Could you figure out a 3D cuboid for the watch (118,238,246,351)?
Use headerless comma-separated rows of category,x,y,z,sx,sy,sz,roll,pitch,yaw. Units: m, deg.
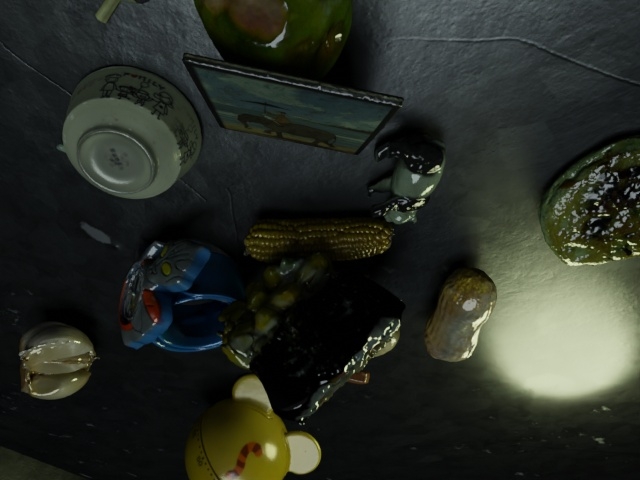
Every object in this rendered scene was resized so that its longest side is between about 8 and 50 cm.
watch,-0.281,0.114,1.123,0.275,0.241,0.305,23,129,-39

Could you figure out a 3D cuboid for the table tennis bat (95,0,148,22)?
table tennis bat,-0.290,-0.382,0.728,0.087,0.013,0.157,36,128,-29

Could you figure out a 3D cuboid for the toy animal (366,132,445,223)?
toy animal,0.155,-0.107,0.915,0.121,0.093,0.225,2,136,-8

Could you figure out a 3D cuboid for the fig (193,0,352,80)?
fig,-0.095,-0.333,0.664,0.275,0.206,0.206,39,135,11

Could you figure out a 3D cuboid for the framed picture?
framed picture,-0.043,-0.187,0.738,0.265,0.016,0.347,11,179,-5

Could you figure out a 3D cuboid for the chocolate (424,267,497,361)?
chocolate,0.327,0.185,1.164,0.134,0.134,0.309,8,136,-2

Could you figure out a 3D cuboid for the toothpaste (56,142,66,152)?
toothpaste,-0.413,-0.151,0.969,0.197,0.034,0.057,19,150,-15

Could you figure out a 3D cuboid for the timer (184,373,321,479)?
timer,-0.231,0.656,1.594,0.387,0.376,0.376,-39,124,7

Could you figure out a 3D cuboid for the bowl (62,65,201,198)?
bowl,-0.336,-0.165,0.859,0.238,0.126,0.237,0,131,0

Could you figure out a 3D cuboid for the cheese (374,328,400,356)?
cheese,0.093,0.221,1.239,0.218,0.117,0.235,4,140,-1

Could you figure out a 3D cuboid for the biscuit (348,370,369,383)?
biscuit,0.016,0.333,1.299,0.284,0.043,0.306,24,168,-31

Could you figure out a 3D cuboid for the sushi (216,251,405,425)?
sushi,-0.026,0.164,0.994,0.329,0.285,0.328,-44,164,1

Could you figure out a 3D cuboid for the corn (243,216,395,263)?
corn,0.000,0.001,1.033,0.313,0.101,0.101,0,136,5

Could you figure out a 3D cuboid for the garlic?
garlic,-0.747,0.332,1.417,0.203,0.184,0.280,-2,121,-29

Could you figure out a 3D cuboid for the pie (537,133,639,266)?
pie,0.577,-0.063,0.923,0.324,0.070,0.323,3,135,4
